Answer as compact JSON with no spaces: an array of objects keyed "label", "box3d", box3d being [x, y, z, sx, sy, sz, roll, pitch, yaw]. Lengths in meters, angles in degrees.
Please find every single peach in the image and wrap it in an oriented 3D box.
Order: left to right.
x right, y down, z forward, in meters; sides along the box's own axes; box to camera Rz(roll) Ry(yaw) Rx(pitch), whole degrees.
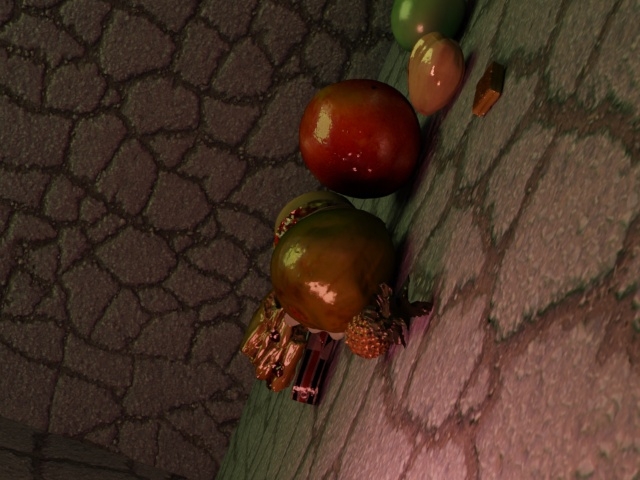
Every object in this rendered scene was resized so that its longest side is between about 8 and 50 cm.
[{"label":"peach","box3d":[0.122,-0.289,2.093,0.388,0.389,0.388,-159,90,-83]}]

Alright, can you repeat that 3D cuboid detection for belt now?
[{"label":"belt","box3d":[-0.009,0.350,2.269,0.126,0.094,0.359,115,175,-58]}]

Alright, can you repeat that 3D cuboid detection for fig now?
[{"label":"fig","box3d":[0.039,0.065,1.863,0.343,0.344,0.343,-159,90,-83]}]

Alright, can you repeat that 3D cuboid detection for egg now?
[{"label":"egg","box3d":[0.337,-0.711,2.223,0.269,0.221,0.220,-64,8,3]}]

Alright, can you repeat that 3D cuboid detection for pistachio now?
[{"label":"pistachio","box3d":[0.314,-0.458,1.971,0.157,0.158,0.229,-80,1,-55]}]

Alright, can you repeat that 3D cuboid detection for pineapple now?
[{"label":"pineapple","box3d":[0.140,0.171,1.573,0.277,0.119,0.130,126,157,-61]}]

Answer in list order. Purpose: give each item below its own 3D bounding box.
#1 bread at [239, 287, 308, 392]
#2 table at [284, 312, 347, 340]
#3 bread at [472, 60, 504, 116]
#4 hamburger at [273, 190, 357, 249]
[{"label":"bread","box3d":[-0.128,0.268,2.261,0.314,0.192,0.369,158,133,-87]},{"label":"table","box3d":[0.006,0.194,2.084,0.166,0.199,0.166,-54,25,40]},{"label":"bread","box3d":[0.378,-0.342,1.616,0.090,0.035,0.094,122,167,-57]},{"label":"hamburger","box3d":[0.000,0.000,2.105,0.300,0.301,0.176,-65,33,31]}]
